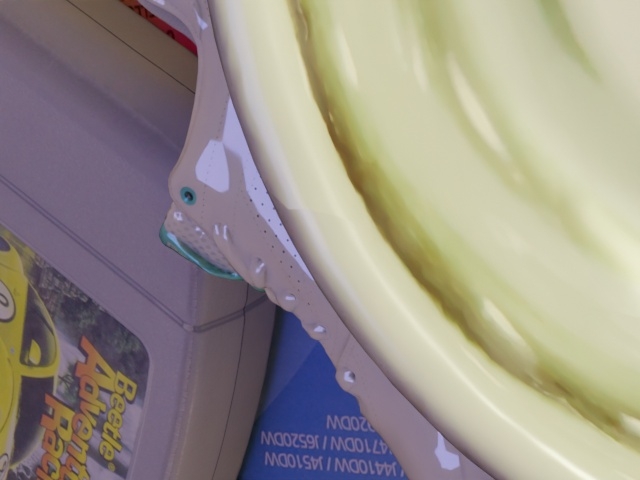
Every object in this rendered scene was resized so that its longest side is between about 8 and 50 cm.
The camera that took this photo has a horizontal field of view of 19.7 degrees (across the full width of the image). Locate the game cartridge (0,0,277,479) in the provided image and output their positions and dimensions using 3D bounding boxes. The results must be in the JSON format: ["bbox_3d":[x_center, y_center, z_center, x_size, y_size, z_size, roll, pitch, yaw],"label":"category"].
[{"bbox_3d":[-0.115,0.043,0.698,0.196,0.060,0.294,34,126,21],"label":"game cartridge"}]

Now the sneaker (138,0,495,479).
[{"bbox_3d":[0.000,0.000,0.558,0.094,0.080,0.212,-18,87,2],"label":"sneaker"}]

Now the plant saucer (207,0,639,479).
[{"bbox_3d":[0.165,-0.100,0.505,0.400,0.100,0.401,0,95,-3],"label":"plant saucer"}]

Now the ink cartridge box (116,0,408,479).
[{"bbox_3d":[0.020,0.061,0.732,0.270,0.151,0.396,0,108,38],"label":"ink cartridge box"}]
